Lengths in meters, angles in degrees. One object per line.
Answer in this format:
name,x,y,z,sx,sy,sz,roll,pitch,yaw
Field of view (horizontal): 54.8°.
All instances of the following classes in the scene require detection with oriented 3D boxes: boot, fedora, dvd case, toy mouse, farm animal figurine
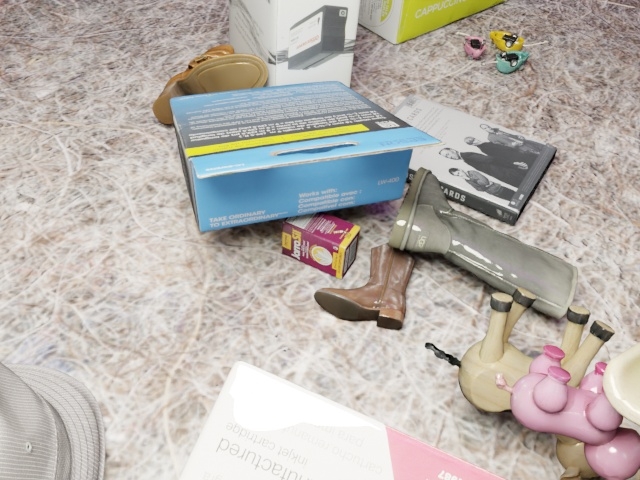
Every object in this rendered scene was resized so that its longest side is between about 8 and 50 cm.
boot,0.194,-0.004,0.733,0.208,0.076,0.190,17,35,8
boot,0.054,0.040,0.705,0.106,0.037,0.114,19,49,-3
fedora,-0.305,0.180,0.482,0.243,0.124,0.276,6,45,1
dvd case,0.195,-0.125,0.880,0.238,0.030,0.179,25,47,21
toy mouse,0.306,-0.328,1.090,0.160,0.031,0.143,20,47,15
boot,-0.149,-0.253,0.913,0.197,0.073,0.152,-12,34,24
farm animal figurine,0.285,0.187,0.487,0.326,0.172,0.330,3,24,-25

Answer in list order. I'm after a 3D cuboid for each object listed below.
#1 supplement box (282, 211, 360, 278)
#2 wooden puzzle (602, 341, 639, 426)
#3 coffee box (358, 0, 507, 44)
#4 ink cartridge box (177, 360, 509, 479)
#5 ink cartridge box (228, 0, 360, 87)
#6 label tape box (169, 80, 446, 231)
supplement box,0.000,0.000,0.729,0.083,0.055,0.043,22,48,18
wooden puzzle,0.329,0.119,0.384,0.220,0.044,0.238,-7,30,-44
coffee box,0.169,-0.629,1.162,0.337,0.338,0.334,-30,55,-28
ink cartridge box,-0.014,0.245,0.356,0.207,0.117,0.283,22,72,7
ink cartridge box,-0.045,-0.344,0.889,0.128,0.308,0.223,-14,48,-19
label tape box,-0.037,-0.094,0.713,0.240,0.106,0.334,-10,27,-13
